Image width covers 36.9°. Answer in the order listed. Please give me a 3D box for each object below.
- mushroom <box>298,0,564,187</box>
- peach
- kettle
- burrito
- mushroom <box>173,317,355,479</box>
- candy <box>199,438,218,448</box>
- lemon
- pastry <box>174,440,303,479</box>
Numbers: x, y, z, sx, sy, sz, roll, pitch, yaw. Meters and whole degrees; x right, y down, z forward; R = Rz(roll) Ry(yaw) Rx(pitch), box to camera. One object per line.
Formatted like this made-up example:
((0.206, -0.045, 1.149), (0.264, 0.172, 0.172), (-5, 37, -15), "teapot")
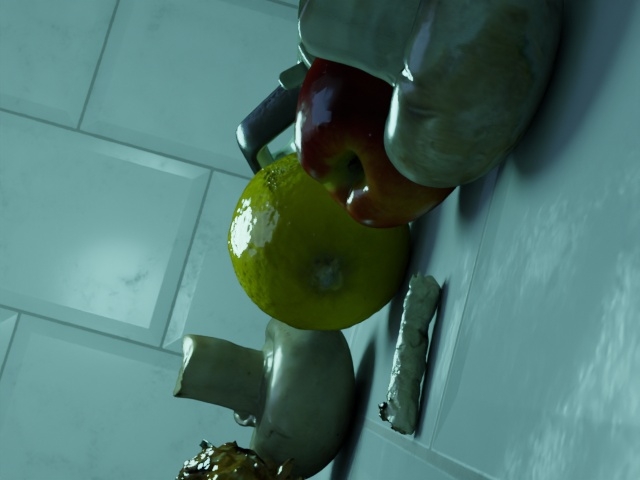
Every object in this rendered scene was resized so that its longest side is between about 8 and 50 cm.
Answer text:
((0.089, -0.173, 0.844), (0.243, 0.243, 0.244), (-164, 90, -88), "mushroom")
((0.087, -0.136, 1.069), (0.243, 0.199, 0.243), (-14, -71, -48), "peach")
((0.035, -0.220, 1.490), (0.361, 0.250, 0.377), (-33, -14, -14), "kettle")
((0.099, 0.117, 1.018), (0.045, 0.041, 0.185), (42, -127, -45), "burrito")
((-0.091, 0.245, 1.552), (0.292, 0.290, 0.293), (-172, 90, -84), "mushroom")
((-0.098, 0.414, 1.519), (0.086, 0.292, 0.059), (-9, 35, 52), "candy")
((-0.001, 0.000, 1.399), (0.293, 0.293, 0.293), (-164, 90, -88), "lemon")
((-0.135, 0.461, 1.324), (0.405, 0.292, 0.337), (89, -157, -63), "pastry")
